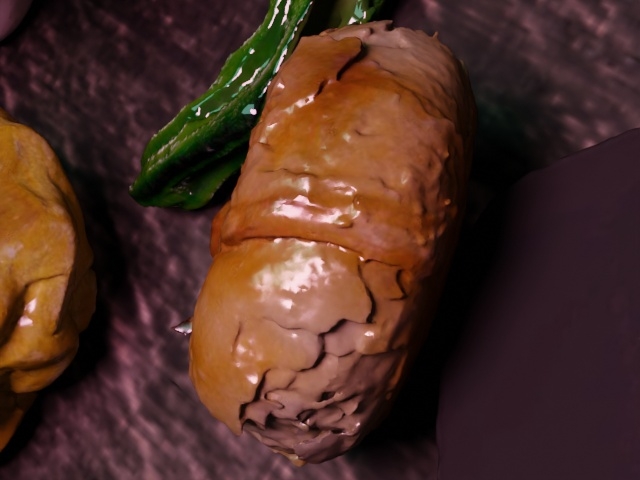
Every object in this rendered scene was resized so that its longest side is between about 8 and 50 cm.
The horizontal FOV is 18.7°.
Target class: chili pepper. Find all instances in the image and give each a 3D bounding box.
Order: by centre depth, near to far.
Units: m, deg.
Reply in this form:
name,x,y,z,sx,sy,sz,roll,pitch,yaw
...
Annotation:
name,x,y,z,sx,sy,sz,roll,pitch,yaw
chili pepper,-0.014,-0.083,0.748,0.073,0.050,0.182,35,98,35

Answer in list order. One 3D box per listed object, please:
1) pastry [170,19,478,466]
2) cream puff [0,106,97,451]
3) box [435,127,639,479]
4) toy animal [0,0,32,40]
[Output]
name,x,y,z,sx,sy,sz,roll,pitch,yaw
pastry,0.005,0.000,0.639,0.081,0.153,0.153,26,89,2
cream puff,-0.150,0.022,0.781,0.146,0.116,0.146,-8,54,11
box,0.124,0.057,0.579,0.201,0.042,0.212,-19,61,32
toy animal,-0.184,-0.168,0.828,0.265,0.272,0.206,-27,83,55
